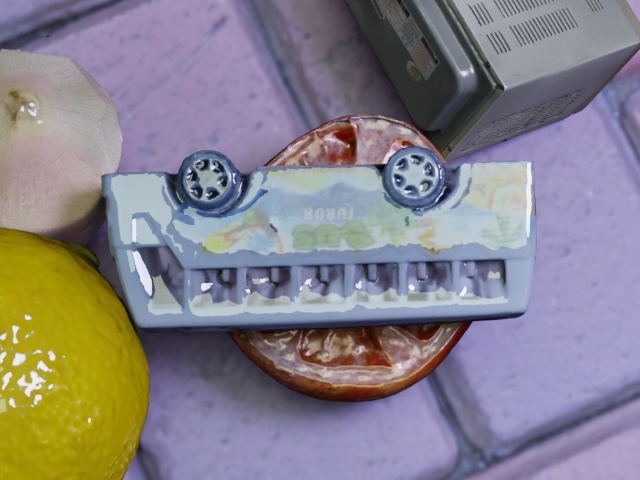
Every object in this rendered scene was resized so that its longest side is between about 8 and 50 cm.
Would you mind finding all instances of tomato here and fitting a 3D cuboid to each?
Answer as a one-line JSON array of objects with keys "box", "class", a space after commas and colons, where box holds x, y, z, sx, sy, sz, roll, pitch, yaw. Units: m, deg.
[{"box": [0.025, 0.018, 1.447, 0.236, 0.095, 0.237, 0, 75, 1], "class": "tomato"}]

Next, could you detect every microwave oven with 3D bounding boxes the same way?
[{"box": [0.121, -0.210, 1.478, 0.194, 0.145, 0.241, -22, 75, -26], "class": "microwave oven"}]

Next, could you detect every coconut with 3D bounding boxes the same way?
[{"box": [-0.242, -0.071, 1.414, 0.170, 0.183, 0.171, 1, 69, -2], "class": "coconut"}]

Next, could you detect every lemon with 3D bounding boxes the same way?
[{"box": [-0.262, 0.134, 1.322, 0.245, 0.245, 0.320, 29, 73, 6], "class": "lemon"}]

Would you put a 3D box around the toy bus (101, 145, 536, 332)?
[{"box": [0.000, 0.000, 1.355, 0.329, 0.109, 0.136, -2, 86, 2], "class": "toy bus"}]
